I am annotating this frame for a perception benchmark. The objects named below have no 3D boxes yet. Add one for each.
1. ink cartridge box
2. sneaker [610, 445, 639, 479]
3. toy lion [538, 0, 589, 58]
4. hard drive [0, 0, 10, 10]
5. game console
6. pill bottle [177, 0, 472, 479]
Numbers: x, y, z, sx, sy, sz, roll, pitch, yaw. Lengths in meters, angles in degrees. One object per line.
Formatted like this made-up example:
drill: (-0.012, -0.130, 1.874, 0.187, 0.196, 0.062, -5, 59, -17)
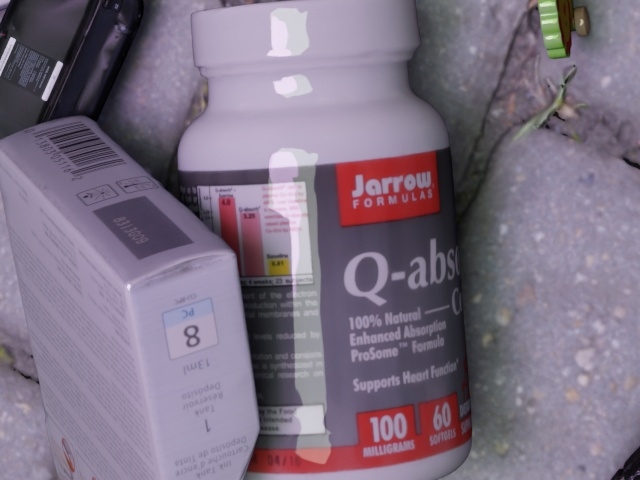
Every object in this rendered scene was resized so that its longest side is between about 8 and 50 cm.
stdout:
ink cartridge box: (-0.134, 0.130, 1.476, 0.091, 0.308, 0.385, -19, 119, -20)
sneaker: (0.316, 0.187, 1.460, 0.279, 0.107, 0.118, -37, 95, 20)
toy lion: (0.177, -0.187, 1.452, 0.034, 0.096, 0.100, -5, 95, 17)
hard drive: (-0.251, -0.308, 1.590, 0.319, 0.040, 0.210, -17, 92, 17)
game console: (-0.200, -0.211, 1.546, 0.213, 0.044, 0.361, 29, 104, 12)
pill bottle: (0.000, 0.000, 1.468, 0.210, 0.210, 0.362, -3, 96, 17)
